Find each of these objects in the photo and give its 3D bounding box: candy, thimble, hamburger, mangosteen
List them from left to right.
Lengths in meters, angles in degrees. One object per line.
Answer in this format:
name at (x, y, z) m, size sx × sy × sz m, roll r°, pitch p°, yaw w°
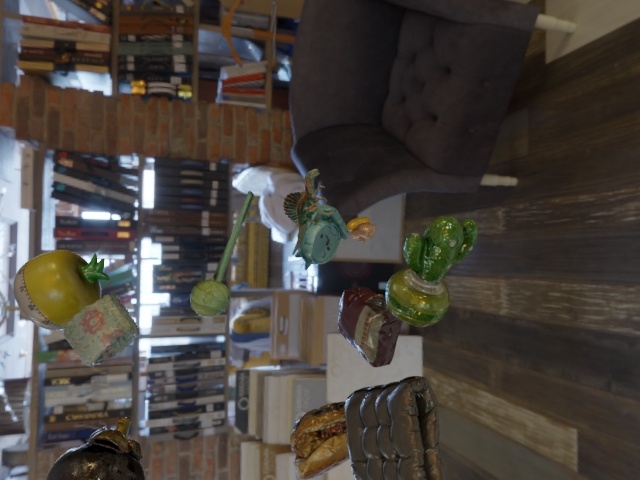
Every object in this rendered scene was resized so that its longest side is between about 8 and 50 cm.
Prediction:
mangosteen at (-0.587, 0.628, 1.338) m, size 0.275 × 0.274 × 0.302 m, roll 122°, pitch 166°, yaw -57°
thimble at (-0.641, 0.262, 1.474) m, size 0.211 × 0.185 × 0.149 m, roll -42°, pitch 82°, yaw 35°
candy at (-0.230, 0.035, 1.219) m, size 0.336 × 0.093 × 0.092 m, roll -68°, pitch -13°, yaw 9°
hamburger at (0.022, 0.601, 1.494) m, size 0.163 × 0.244 × 0.244 m, roll 65°, pitch 150°, yaw 32°

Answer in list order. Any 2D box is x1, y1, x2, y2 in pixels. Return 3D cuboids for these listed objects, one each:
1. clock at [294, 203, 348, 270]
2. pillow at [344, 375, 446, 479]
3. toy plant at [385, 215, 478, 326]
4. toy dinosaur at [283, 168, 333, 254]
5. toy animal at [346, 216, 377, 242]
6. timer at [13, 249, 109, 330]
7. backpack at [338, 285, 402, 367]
clock at (0.000, 0.000, 2.148) m, size 0.094 × 0.224 × 0.274 m, roll 19°, pitch 67°, yaw 38°
pillow at (0.135, 0.424, 0.891) m, size 0.228 × 0.101 × 0.327 m, roll -37°, pitch 55°, yaw 53°
toy plant at (0.301, 0.070, 1.374) m, size 0.184 × 0.224 × 0.316 m, roll 54°, pitch 134°, yaw 49°
toy dinosaur at (-0.041, -0.068, 1.139) m, size 0.187 × 0.106 × 0.044 m, roll -48°, pitch 23°, yaw 7°
toy animal at (0.156, -0.034, 1.812) m, size 0.114 × 0.091 × 0.082 m, roll 21°, pitch 136°, yaw 28°
timer at (-0.822, 0.140, 1.641) m, size 0.285 × 0.284 × 0.286 m, roll -179°, pitch 90°, yaw -71°
backpack at (0.195, 0.334, 2.057) m, size 0.317 × 0.197 × 0.284 m, roll 33°, pitch 115°, yaw 53°
